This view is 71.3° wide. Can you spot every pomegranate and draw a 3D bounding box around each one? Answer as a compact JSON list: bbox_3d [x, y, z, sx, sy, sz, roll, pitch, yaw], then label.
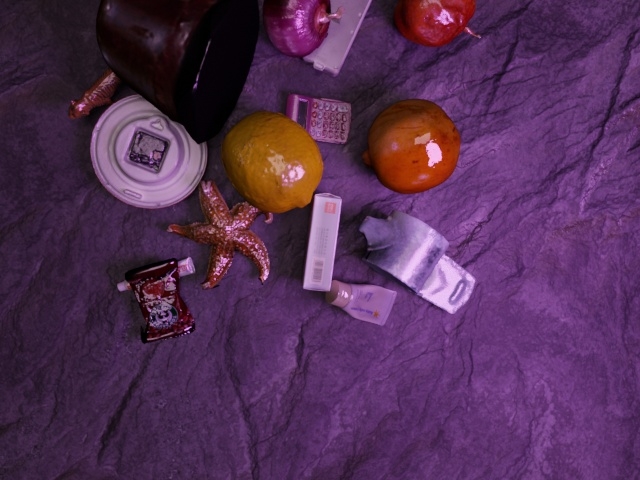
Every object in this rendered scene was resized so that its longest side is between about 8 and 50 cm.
[{"bbox_3d":[0.240,-0.253,1.203,0.264,0.264,0.265,0,95,-5],"label":"pomegranate"}]

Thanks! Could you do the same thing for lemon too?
[{"bbox_3d":[-0.130,-0.211,1.175,0.253,0.253,0.310,-42,73,0],"label":"lemon"}]

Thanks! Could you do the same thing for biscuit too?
[{"bbox_3d":[-0.455,0.173,1.266,0.151,0.063,0.236,-13,103,-10],"label":"biscuit"}]

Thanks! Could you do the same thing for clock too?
[{"bbox_3d":[-0.470,-0.246,1.231,0.318,0.080,0.319,0,95,-4],"label":"clock"}]

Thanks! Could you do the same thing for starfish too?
[{"bbox_3d":[-0.278,-0.007,1.254,0.311,0.113,0.304,14,93,-9],"label":"starfish"}]

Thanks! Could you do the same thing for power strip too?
[{"bbox_3d":[0.046,-0.603,1.260,0.117,0.046,0.271,25,94,-3],"label":"power strip"}]

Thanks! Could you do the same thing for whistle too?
[{"bbox_3d":[0.279,0.066,1.294,0.404,0.188,0.168,37,85,-40],"label":"whistle"}]

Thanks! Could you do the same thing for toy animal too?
[{"bbox_3d":[-0.572,-0.406,1.198,0.241,0.099,0.057,-43,97,1],"label":"toy animal"}]

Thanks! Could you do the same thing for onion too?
[{"bbox_3d":[-0.067,-0.602,1.168,0.200,0.200,0.207,41,108,-7],"label":"onion"}]

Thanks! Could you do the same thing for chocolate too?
[{"bbox_3d":[-0.362,-0.484,1.085,0.331,0.383,0.384,24,92,-3],"label":"chocolate"}]

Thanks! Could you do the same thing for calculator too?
[{"bbox_3d":[-0.007,-0.347,1.285,0.190,0.034,0.127,5,93,-11],"label":"calculator"}]

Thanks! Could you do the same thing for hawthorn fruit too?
[{"bbox_3d":[0.337,-0.617,1.217,0.243,0.207,0.208,32,91,-11],"label":"hawthorn fruit"}]

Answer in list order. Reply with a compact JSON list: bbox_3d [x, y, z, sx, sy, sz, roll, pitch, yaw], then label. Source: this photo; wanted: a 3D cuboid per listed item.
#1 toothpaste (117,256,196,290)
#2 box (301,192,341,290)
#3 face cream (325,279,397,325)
[{"bbox_3d":[-0.472,0.101,1.285,0.218,0.033,0.052,-17,104,-7],"label":"toothpaste"},{"bbox_3d":[0.000,0.000,1.264,0.079,0.135,0.270,7,95,-6],"label":"box"},{"bbox_3d":[0.125,0.176,1.305,0.224,0.070,0.114,21,93,-28],"label":"face cream"}]
